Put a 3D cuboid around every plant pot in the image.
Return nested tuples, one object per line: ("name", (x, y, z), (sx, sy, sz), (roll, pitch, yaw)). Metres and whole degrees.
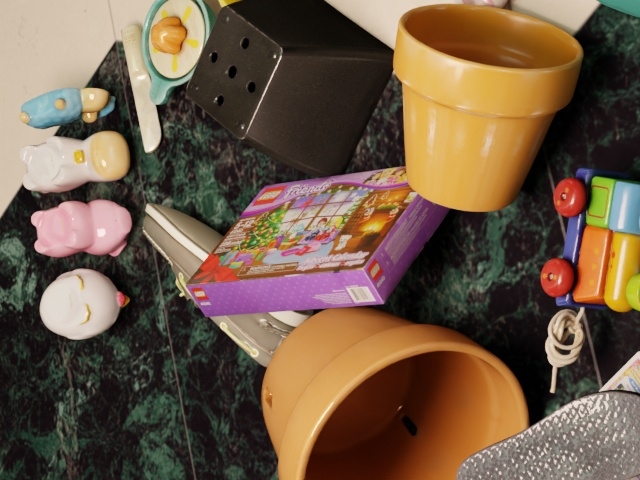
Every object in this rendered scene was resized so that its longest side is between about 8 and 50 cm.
("plant pot", (0.174, -0.142, 1.946), (0.205, 0.205, 0.188), (32, 124, 39))
("plant pot", (0.061, 0.204, 1.981), (0.203, 0.291, 0.290), (41, 116, 54))
("plant pot", (-0.051, -0.201, 2.164), (0.187, 0.167, 0.188), (41, 113, 36))

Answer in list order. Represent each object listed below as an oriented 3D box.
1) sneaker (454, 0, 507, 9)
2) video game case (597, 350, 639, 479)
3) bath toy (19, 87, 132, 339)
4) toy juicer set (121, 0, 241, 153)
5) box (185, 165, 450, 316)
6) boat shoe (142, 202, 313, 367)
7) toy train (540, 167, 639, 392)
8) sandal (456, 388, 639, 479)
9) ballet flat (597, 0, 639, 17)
("sneaker", (0.176, -0.315, 2.039), (0.070, 0.051, 0.134), (-47, 61, 29))
("video game case", (0.344, 0.224, 1.872), (0.143, 0.019, 0.157), (-51, 56, 28))
("bath toy", (-0.327, -0.034, 2.442), (0.151, 0.129, 0.348), (-9, 81, 23))
("toy juicer set", (-0.207, -0.302, 2.367), (0.329, 0.089, 0.209), (-47, 58, 31))
("box", (0.000, 0.000, 2.091), (0.293, 0.201, 0.057), (-6, 125, 42))
("boat shoe", (-0.139, 0.052, 2.270), (0.305, 0.109, 0.091), (37, 107, 34))
("toy train", (0.312, 0.054, 1.831), (0.143, 0.105, 0.248), (16, 98, 58))
("sandal", (0.264, 0.223, 1.876), (0.254, 0.054, 0.097), (-21, 84, 27))
("ballet flat", (0.419, -0.266, 1.780), (0.348, 0.123, 0.123), (25, 104, 42))
